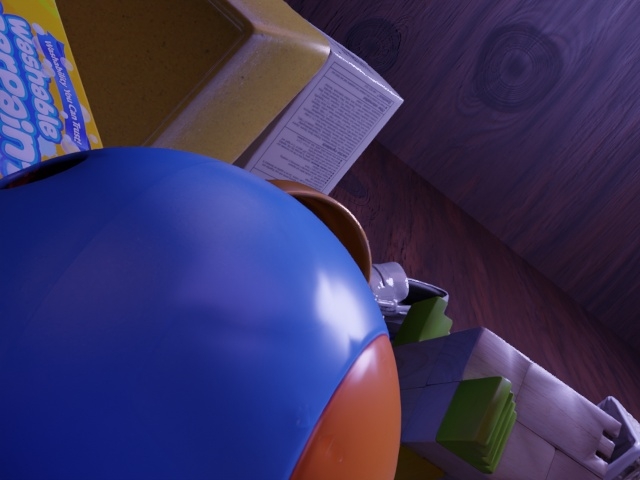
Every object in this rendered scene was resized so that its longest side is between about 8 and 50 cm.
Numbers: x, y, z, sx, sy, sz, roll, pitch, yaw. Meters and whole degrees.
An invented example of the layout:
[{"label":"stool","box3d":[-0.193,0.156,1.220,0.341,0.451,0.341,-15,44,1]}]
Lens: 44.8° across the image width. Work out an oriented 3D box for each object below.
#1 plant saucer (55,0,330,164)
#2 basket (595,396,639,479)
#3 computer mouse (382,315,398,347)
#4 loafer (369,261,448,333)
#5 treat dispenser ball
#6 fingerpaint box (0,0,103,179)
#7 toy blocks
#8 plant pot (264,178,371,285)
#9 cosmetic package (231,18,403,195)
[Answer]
[{"label":"plant saucer","box3d":[-0.216,-0.204,0.855,0.333,0.332,0.081,43,2,12]},{"label":"basket","box3d":[0.522,0.374,1.357,0.103,0.113,0.167,41,16,-8]},{"label":"computer mouse","box3d":[0.077,0.138,0.958,0.262,0.060,0.184,5,13,11]},{"label":"loafer","box3d":[0.076,0.073,1.166,0.319,0.111,0.112,22,24,-47]},{"label":"treat dispenser ball","box3d":[-0.099,0.093,0.430,0.288,0.288,0.288,36,17,-13]},{"label":"fingerpaint box","box3d":[-0.369,-0.158,0.548,0.371,0.163,0.444,17,42,-53]},{"label":"toy blocks","box3d":[0.143,0.206,0.703,0.261,0.190,0.381,35,-25,-13]},{"label":"plant pot","box3d":[-0.076,0.017,0.881,0.205,0.205,0.188,29,4,-33]},{"label":"cosmetic package","box3d":[-0.050,-0.131,1.082,0.160,0.309,0.113,25,23,-43]}]
